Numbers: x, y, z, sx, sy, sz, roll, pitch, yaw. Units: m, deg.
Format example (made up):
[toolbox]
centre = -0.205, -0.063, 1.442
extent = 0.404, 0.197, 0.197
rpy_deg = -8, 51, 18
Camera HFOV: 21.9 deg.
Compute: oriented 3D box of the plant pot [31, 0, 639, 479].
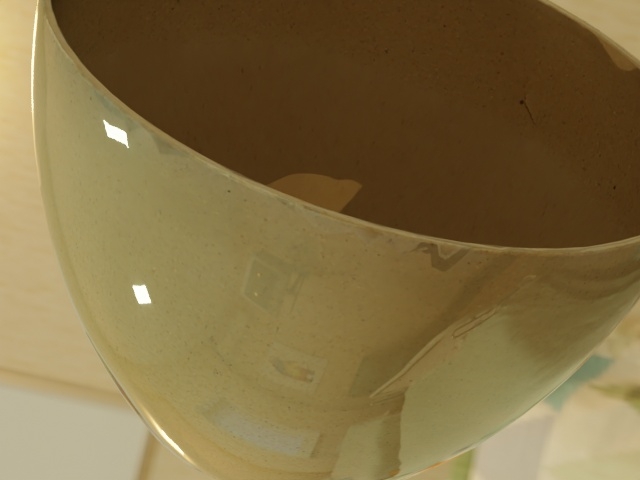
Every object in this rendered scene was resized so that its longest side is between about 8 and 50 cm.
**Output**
[plant pot]
centre = 0.000, 0.000, 0.728
extent = 0.284, 0.284, 0.191
rpy_deg = -88, 14, -58
